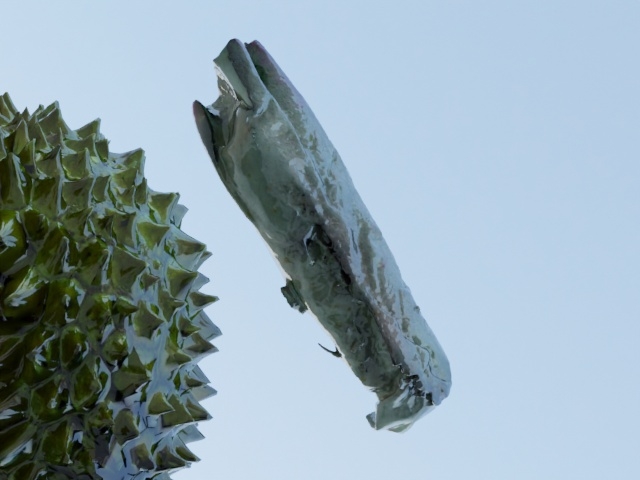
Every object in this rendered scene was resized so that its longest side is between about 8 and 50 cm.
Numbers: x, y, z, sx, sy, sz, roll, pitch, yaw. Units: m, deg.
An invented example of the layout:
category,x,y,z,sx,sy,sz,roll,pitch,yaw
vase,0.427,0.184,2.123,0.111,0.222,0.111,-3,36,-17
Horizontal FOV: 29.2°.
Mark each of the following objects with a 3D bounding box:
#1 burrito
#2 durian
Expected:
category,x,y,z,sx,sy,sz,roll,pitch,yaw
burrito,0.003,-0.002,0.879,0.066,0.096,0.309,-21,-77,42
durian,-0.175,0.053,0.587,0.291,0.225,0.291,-3,-64,-6
